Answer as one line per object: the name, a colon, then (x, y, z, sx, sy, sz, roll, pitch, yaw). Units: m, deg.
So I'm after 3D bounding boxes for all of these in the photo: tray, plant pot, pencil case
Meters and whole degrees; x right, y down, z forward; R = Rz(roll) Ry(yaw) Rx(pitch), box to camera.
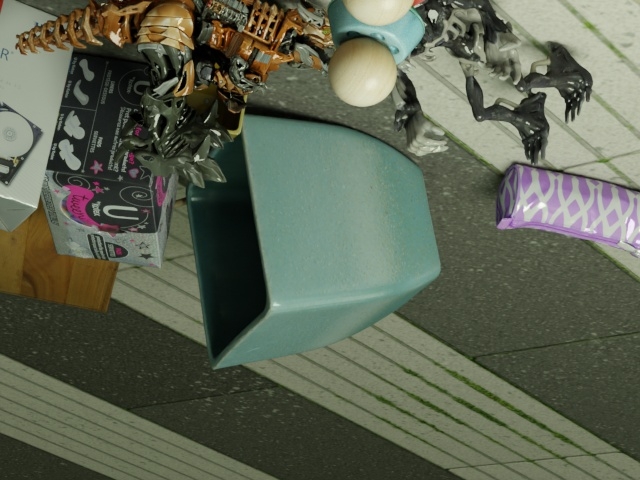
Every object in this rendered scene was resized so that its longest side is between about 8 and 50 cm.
tray: (-0.373, -0.015, 2.204, 0.203, 0.076, 0.411, 12, 156, -8)
plant pot: (-0.129, -0.156, 1.812, 0.081, 0.081, 0.083, 11, 166, -7)
pencil case: (0.316, -0.032, 1.934, 0.206, 0.088, 0.086, 12, 153, -7)
plant pot: (0.000, 0.000, 1.936, 0.252, 0.247, 0.247, -3, 161, -21)

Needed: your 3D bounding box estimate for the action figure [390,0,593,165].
action figure: (0.145, -0.174, 1.604, 0.276, 0.141, 0.164, 21, 135, -28)

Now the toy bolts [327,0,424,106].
toy bolts: (0.012, -0.221, 1.330, 0.218, 0.158, 0.228, 6, 156, 16)

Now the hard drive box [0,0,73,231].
hard drive box: (-0.380, -0.151, 1.709, 0.181, 0.232, 0.089, 19, 153, -25)

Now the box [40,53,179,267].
box: (-0.246, -0.088, 1.888, 0.142, 0.163, 0.247, 7, 156, 1)

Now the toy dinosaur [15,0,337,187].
toy dinosaur: (-0.142, -0.192, 1.652, 0.322, 0.164, 0.218, 13, 115, 19)

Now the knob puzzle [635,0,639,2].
knob puzzle: (0.406, -0.245, 1.505, 0.213, 0.030, 0.213, 6, 156, 3)

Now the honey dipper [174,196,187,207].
honey dipper: (-0.202, -0.043, 2.040, 0.161, 0.030, 0.030, -17, 168, -29)
